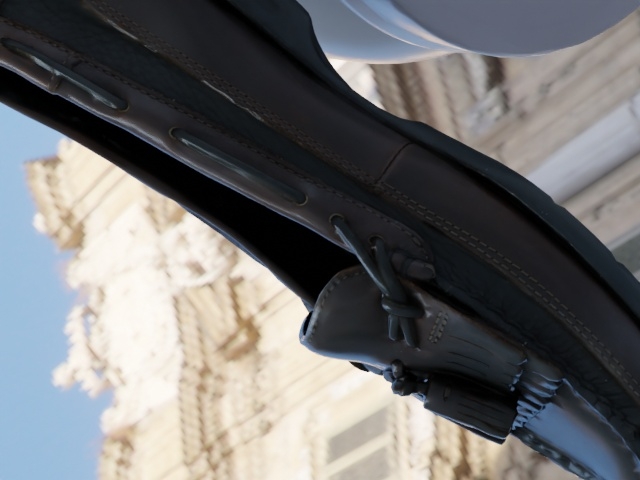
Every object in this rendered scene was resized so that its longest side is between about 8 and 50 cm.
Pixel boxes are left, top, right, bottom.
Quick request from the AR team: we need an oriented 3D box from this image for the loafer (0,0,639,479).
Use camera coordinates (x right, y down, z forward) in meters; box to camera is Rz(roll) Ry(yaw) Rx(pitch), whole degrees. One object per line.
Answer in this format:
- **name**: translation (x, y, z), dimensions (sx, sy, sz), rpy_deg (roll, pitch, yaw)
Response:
- **loafer**: translation (0.000, 0.000, 0.512), dimensions (0.267, 0.096, 0.084), rpy_deg (41, -116, 10)

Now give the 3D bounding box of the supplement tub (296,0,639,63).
- **supplement tub**: translation (-0.012, -0.208, 0.689), dimensions (0.241, 0.331, 0.241), rpy_deg (-14, -66, -32)
